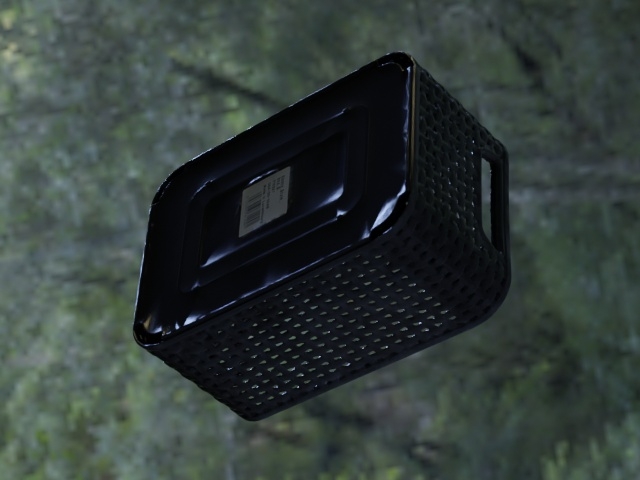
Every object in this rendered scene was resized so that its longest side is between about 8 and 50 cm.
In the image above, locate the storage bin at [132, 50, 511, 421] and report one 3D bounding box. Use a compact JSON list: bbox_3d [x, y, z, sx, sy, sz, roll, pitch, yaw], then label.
[{"bbox_3d":[0.000,0.000,0.936,0.084,0.180,0.122,40,-142,-36],"label":"storage bin"}]
